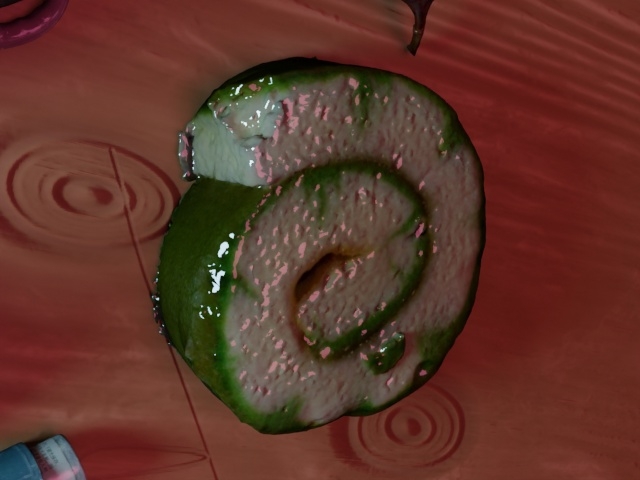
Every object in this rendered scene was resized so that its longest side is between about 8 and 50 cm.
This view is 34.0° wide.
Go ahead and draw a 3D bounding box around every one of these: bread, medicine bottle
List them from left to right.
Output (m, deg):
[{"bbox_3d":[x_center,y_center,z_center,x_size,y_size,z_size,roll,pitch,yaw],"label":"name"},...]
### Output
[{"bbox_3d":[-0.339,0.242,0.926,0.258,0.079,0.124,-22,113,-27],"label":"medicine bottle"},{"bbox_3d":[0.000,0.000,1.048,0.366,0.129,0.382,-42,120,-16],"label":"bread"}]

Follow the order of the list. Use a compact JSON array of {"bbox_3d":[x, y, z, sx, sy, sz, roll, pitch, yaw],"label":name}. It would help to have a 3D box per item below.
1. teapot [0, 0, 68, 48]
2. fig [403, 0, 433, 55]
[{"bbox_3d":[-0.277,-0.229,0.841,0.146,0.148,0.116,-34,83,-8],"label":"teapot"},{"bbox_3d":[0.092,-0.274,1.042,0.146,0.134,0.201,-7,115,-22],"label":"fig"}]
